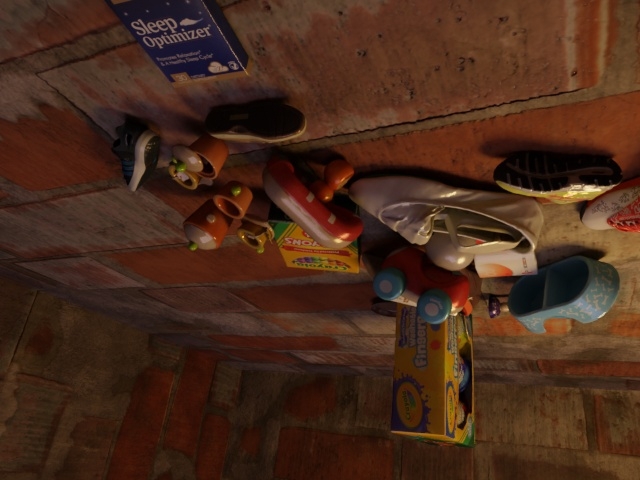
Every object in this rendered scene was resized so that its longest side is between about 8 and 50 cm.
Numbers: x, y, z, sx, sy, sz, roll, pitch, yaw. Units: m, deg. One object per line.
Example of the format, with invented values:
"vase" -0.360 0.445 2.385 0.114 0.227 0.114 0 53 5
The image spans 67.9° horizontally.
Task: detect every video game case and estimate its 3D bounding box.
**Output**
"video game case" 0.227 0.110 1.247 0.207 0.227 0.026 15 110 -14

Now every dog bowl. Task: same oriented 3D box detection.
"dog bowl" 0.600 0.133 1.210 0.074 0.165 0.297 28 151 -13

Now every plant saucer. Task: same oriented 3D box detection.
"plant saucer" 0.261 0.234 1.673 0.169 0.029 0.168 7 156 3

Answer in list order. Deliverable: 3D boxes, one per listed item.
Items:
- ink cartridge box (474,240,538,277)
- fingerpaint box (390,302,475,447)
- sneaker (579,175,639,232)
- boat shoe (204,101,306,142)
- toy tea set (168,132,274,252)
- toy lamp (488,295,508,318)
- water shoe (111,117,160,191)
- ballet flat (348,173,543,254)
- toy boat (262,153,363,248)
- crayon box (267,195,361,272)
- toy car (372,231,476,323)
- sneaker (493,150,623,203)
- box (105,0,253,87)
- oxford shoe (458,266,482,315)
"ink cartridge box" 0.455 0.040 1.180 0.146 0.045 0.179 -6 154 27
"fingerpaint box" 0.363 0.386 1.473 0.163 0.444 0.371 -7 150 28
"sneaker" 0.588 -0.037 0.853 0.090 0.144 0.270 16 154 -17
"boat shoe" -0.105 -0.199 0.832 0.190 0.068 0.072 9 169 22
"toy tea set" -0.236 -0.072 0.984 0.200 0.124 0.336 15 148 27
"toy lamp" 0.648 0.195 1.416 0.275 0.080 0.080 -4 153 28
"water shoe" -0.380 -0.176 0.969 0.080 0.073 0.203 37 145 -8
"ballet flat" 0.251 -0.045 0.958 0.401 0.139 0.139 8 155 1
"toy boat" 0.005 -0.096 0.936 0.151 0.151 0.231 -43 114 9
"crayon box" 0.000 0.000 1.191 0.202 0.081 0.318 4 155 9
"toy car" 0.266 0.030 1.095 0.210 0.237 0.219 27 -159 21
"sneaker" 0.413 -0.099 0.852 0.209 0.081 0.094 5 157 5
"box" -0.203 -0.307 0.651 0.137 0.036 0.225 -2 152 20
"oxford shoe" 0.378 0.093 1.291 0.097 0.098 0.271 36 163 43
